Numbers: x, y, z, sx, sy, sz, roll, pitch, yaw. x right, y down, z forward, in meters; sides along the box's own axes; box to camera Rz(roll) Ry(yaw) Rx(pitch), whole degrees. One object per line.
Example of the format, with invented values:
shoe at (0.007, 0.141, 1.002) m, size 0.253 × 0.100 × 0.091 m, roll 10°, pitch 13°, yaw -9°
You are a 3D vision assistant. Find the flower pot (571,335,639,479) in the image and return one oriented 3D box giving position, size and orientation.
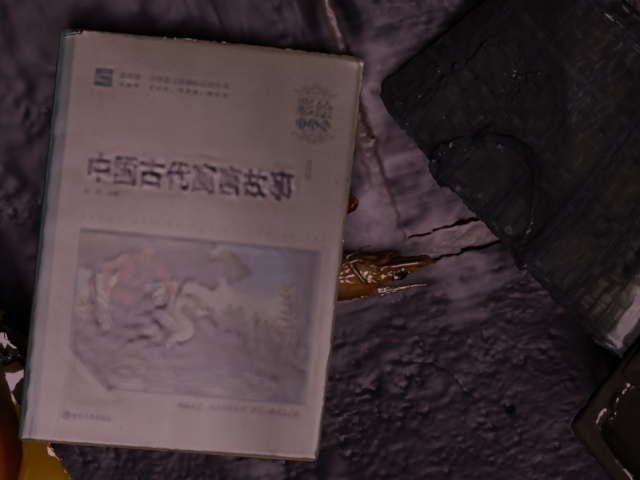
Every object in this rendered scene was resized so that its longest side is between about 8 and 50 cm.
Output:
flower pot at (0.338, 0.110, 1.269) m, size 0.251 × 0.379 × 0.379 m, roll 38°, pitch 108°, yaw 9°

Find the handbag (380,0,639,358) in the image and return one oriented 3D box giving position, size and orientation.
handbag at (0.165, -0.067, 1.234) m, size 0.175 × 0.270 × 0.088 m, roll -44°, pitch 148°, yaw 11°

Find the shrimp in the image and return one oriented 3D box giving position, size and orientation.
shrimp at (0.001, -0.002, 1.347) m, size 0.162 × 0.045 × 0.095 m, roll -3°, pitch 91°, yaw 5°

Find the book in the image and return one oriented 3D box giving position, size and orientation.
book at (-0.088, 0.005, 1.286) m, size 0.215 × 0.025 × 0.283 m, roll 4°, pitch 91°, yaw -10°

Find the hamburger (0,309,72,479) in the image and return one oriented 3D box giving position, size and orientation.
hamburger at (-0.307, 0.127, 1.330) m, size 0.243 × 0.139 × 0.262 m, roll -30°, pitch 109°, yaw 8°
